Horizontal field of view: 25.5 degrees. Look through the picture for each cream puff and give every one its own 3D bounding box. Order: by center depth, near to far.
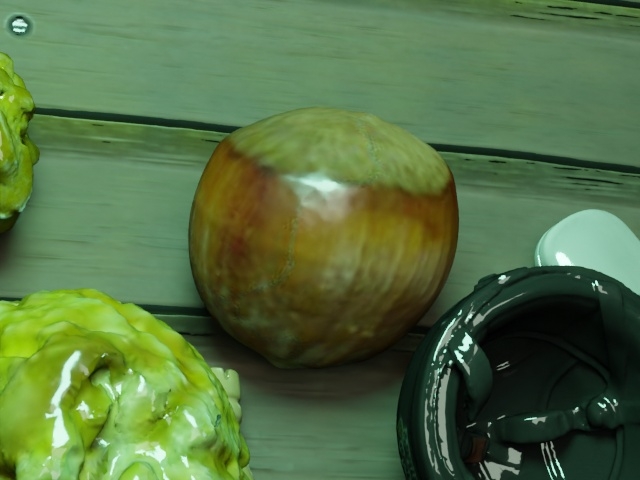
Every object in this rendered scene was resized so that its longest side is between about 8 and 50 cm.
[{"bbox_3d":[-0.266,-0.082,1.064,0.121,0.156,0.156,35,59,-40],"label":"cream puff"}]

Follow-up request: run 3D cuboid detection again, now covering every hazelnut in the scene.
[{"bbox_3d":[0.000,0.000,1.086,0.214,0.176,0.214,0,96,-2],"label":"hazelnut"}]

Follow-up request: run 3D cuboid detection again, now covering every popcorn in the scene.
[{"bbox_3d":[-0.172,0.161,0.920,0.282,0.247,0.282,-7,59,12],"label":"popcorn"}]

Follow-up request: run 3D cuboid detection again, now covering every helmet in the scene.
[{"bbox_3d":[0.165,0.160,1.074,0.230,0.160,0.279,-17,90,-20],"label":"helmet"}]

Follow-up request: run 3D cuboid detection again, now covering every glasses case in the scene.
[{"bbox_3d":[0.267,0.081,1.185,0.092,0.059,0.233,-26,77,-21],"label":"glasses case"}]

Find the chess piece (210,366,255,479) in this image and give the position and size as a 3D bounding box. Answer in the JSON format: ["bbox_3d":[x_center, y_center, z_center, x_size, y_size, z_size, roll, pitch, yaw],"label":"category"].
[{"bbox_3d":[-0.079,0.160,1.064,0.066,0.066,0.122,-1,63,-15],"label":"chess piece"}]
